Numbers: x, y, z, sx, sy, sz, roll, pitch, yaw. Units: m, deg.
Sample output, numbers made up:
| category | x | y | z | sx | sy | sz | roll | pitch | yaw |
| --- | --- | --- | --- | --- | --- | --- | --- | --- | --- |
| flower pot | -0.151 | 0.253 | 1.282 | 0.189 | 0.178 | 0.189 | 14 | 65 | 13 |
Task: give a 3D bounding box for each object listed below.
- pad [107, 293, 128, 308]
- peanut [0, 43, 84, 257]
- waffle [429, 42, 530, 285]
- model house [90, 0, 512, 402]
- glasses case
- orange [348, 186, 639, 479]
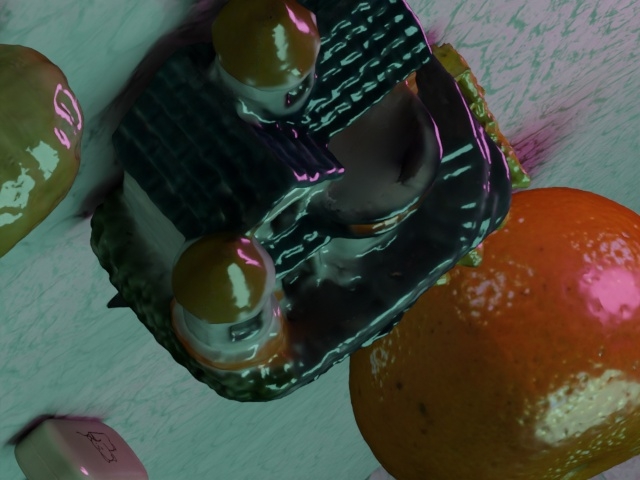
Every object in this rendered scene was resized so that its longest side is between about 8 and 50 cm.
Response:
| category | x | y | z | sx | sy | sz | roll | pitch | yaw |
| --- | --- | --- | --- | --- | --- | --- | --- | --- | --- |
| pad | -0.099 | 0.003 | 1.553 | 0.157 | 0.003 | 0.112 | -43 | 167 | 13 |
| peanut | -0.223 | -0.001 | 0.972 | 0.117 | 0.101 | 0.263 | 17 | 128 | -45 |
| waffle | 0.066 | -0.026 | 1.597 | 0.229 | 0.057 | 0.219 | -40 | 138 | 0 |
| model house | -0.010 | -0.053 | 1.201 | 0.271 | 0.190 | 0.301 | -36 | 166 | -10 |
| glasses case | -0.214 | 0.204 | 1.726 | 0.050 | 0.083 | 0.196 | -43 | 169 | 4 |
| orange | 0.230 | 0.115 | 2.162 | 0.424 | 0.326 | 0.424 | -19 | 161 | -7 |
